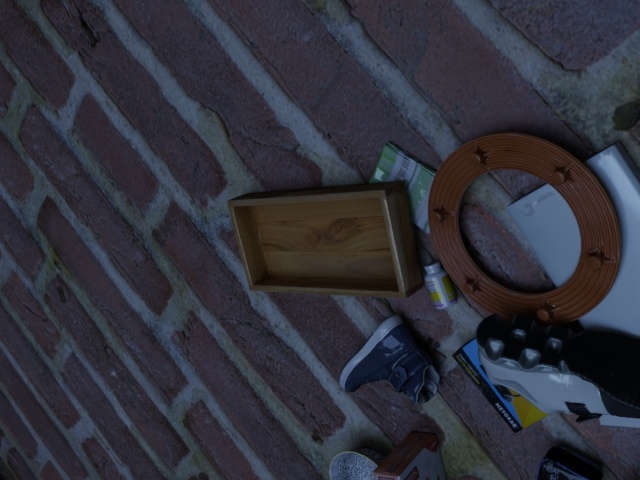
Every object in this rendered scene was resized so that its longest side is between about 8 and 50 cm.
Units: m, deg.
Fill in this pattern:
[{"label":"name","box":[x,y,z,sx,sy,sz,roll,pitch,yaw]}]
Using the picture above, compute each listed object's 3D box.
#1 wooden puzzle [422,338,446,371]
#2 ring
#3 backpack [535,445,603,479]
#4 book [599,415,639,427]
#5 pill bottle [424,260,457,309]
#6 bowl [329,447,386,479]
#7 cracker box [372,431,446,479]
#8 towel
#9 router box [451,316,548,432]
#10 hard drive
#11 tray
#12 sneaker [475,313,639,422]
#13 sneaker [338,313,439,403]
[{"label":"wooden puzzle","box":[0.216,0.230,1.406,0.049,0.006,0.083,37,128,20]},{"label":"ring","box":[0.311,-0.009,1.161,0.337,0.032,0.336,24,128,34]},{"label":"backpack","box":[0.434,0.431,1.267,0.105,0.084,0.114,24,117,29]},{"label":"book","box":[0.519,0.253,1.163,0.144,0.035,0.096,-9,99,42]},{"label":"pill bottle","box":[0.217,0.080,1.315,0.043,0.043,0.083,-15,99,41]},{"label":"bowl","box":[0.110,0.513,1.562,0.170,0.080,0.170,16,118,33]},{"label":"cracker box","box":[0.195,0.527,1.450,0.067,0.156,0.232,-4,106,39]},{"label":"towel","box":[0.159,-0.094,1.300,0.152,0.023,0.113,37,127,21]},{"label":"router box","box":[0.341,0.237,1.283,0.179,0.046,0.133,51,131,10]},{"label":"hard drive","box":[0.452,0.029,1.111,0.203,0.040,0.307,-35,86,42]},{"label":"tray","box":[0.000,0.000,1.420,0.411,0.076,0.202,-1,108,41]},{"label":"sneaker","box":[0.413,0.221,1.140,0.331,0.122,0.146,16,139,32]},{"label":"sneaker","box":[0.137,0.276,1.426,0.163,0.086,0.226,49,131,20]}]
